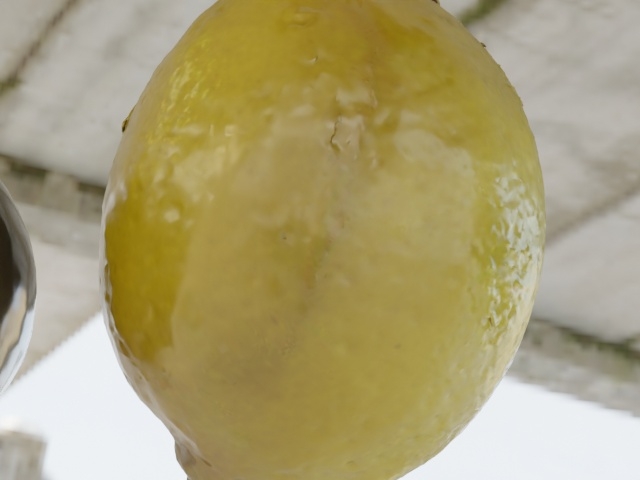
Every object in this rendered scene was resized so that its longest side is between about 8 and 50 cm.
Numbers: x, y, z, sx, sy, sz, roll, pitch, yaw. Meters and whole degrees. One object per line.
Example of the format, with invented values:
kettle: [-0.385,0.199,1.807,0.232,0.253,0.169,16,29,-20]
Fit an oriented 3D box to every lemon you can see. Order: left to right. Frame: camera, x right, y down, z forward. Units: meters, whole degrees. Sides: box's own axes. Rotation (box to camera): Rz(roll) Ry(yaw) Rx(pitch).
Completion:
lemon: [0.001,-0.004,0.959,0.235,0.236,0.263,7,-65,2]

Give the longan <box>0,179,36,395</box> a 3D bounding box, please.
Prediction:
longan: [-0.267,0.027,0.961,0.248,0.248,0.248,7,-22,3]
